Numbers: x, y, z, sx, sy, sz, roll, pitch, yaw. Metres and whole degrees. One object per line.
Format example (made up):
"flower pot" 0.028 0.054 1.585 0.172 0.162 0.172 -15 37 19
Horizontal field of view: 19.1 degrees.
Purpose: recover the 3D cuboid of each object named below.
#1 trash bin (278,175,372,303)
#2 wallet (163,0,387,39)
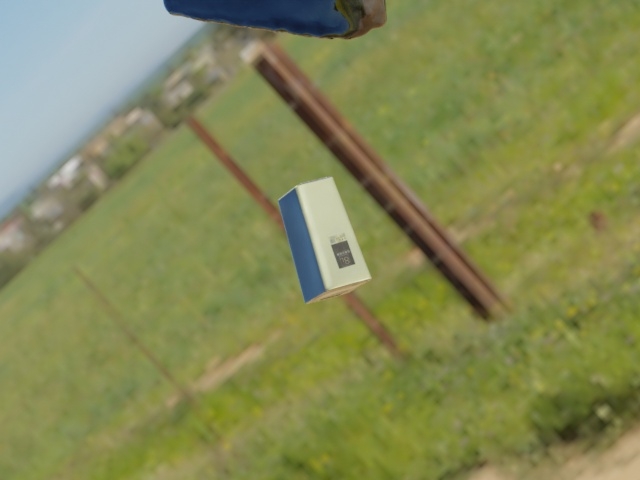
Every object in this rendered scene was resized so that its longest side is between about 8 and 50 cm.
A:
"trash bin" 0.000 0.000 1.567 0.043 0.092 0.061 -16 -8 -23
"wallet" -0.059 -0.365 1.493 0.228 0.406 0.062 13 30 37
